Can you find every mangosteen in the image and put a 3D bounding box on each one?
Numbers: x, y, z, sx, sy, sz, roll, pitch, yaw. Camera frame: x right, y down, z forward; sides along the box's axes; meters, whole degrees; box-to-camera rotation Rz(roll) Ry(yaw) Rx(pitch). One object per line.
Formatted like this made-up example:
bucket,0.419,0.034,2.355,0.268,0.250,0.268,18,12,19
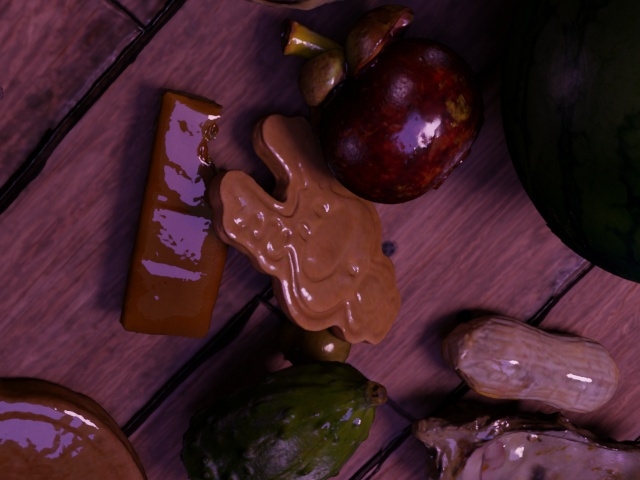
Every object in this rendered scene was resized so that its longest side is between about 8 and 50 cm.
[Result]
mangosteen,0.053,-0.122,0.708,0.156,0.181,0.145,-50,159,29

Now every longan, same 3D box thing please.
longan,-0.009,0.099,0.813,0.083,0.075,0.075,-20,124,-43

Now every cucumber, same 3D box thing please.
cucumber,-0.021,0.173,0.764,0.134,0.134,0.244,28,138,-23

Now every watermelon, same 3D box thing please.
watermelon,0.305,-0.127,0.637,0.363,0.363,0.364,-5,115,-10

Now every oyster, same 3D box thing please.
oyster,0.235,0.271,0.943,0.360,0.096,0.221,16,118,-20

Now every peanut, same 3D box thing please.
peanut,0.225,0.131,0.877,0.206,0.087,0.087,14,111,-19

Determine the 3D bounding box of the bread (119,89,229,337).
bread,-0.122,-0.021,0.750,0.088,0.049,0.226,10,111,-17

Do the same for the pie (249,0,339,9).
pie,-0.002,-0.342,0.614,0.338,0.077,0.339,-5,112,-12

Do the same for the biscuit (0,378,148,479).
biscuit,-0.359,0.303,0.843,0.381,0.074,0.359,-25,116,-4

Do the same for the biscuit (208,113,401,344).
biscuit,-0.001,0.003,0.757,0.236,0.040,0.144,49,64,-25
